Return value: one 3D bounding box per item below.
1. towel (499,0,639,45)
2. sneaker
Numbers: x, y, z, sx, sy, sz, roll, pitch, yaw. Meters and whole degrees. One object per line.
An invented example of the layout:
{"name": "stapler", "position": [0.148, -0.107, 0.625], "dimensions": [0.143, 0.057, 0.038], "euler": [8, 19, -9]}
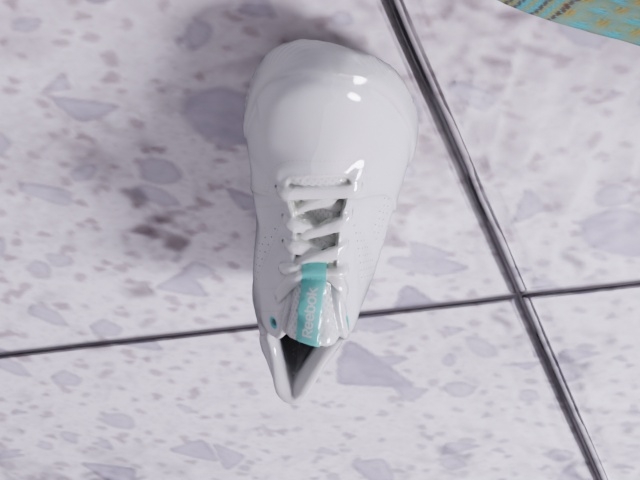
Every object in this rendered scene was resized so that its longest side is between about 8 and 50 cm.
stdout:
{"name": "towel", "position": [0.145, -0.096, 0.585], "dimensions": [0.370, 0.040, 0.271], "euler": [14, 176, -15]}
{"name": "sneaker", "position": [0.000, 0.000, 0.809], "dimensions": [0.080, 0.094, 0.212], "euler": [6, 145, 2]}
